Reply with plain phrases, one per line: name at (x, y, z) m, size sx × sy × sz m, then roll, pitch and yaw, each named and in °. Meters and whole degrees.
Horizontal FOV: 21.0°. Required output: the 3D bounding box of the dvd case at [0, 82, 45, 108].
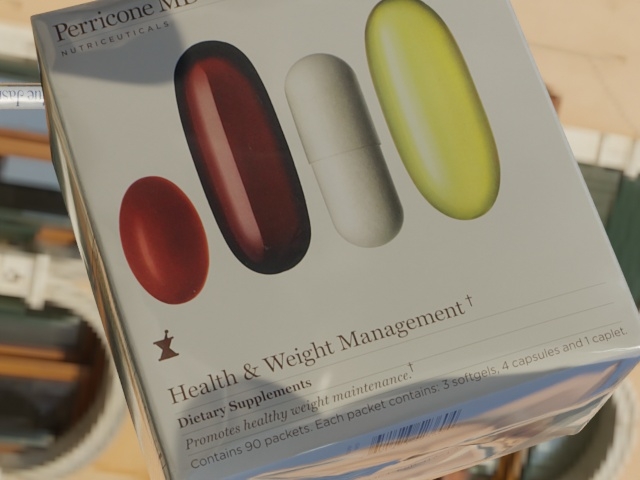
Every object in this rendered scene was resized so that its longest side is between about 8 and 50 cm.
dvd case at (-0.299, -0.126, 1.503) m, size 0.180 × 0.253 × 0.022 m, roll 9°, pitch -79°, yaw 58°

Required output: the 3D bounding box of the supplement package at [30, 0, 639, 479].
supplement package at (0.000, 0.000, 0.730) m, size 0.149 × 0.194 × 0.203 m, roll 102°, pitch -30°, yaw -69°
